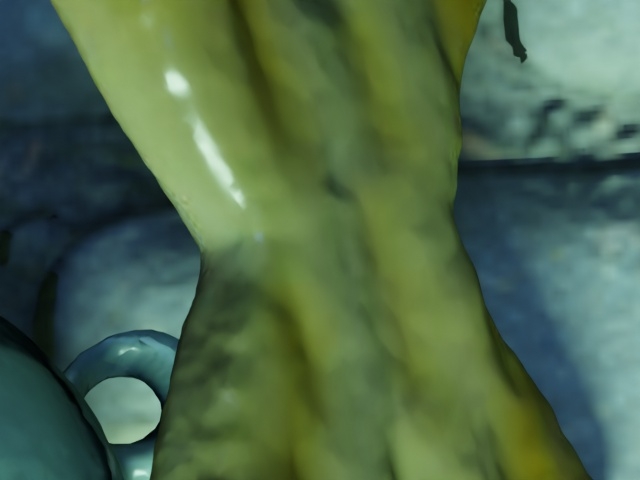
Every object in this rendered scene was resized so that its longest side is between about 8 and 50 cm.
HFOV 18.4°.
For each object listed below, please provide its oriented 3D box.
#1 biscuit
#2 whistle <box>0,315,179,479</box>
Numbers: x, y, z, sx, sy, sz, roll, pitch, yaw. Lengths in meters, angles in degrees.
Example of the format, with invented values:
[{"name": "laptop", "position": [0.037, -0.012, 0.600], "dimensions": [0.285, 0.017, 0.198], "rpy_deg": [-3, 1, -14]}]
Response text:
[{"name": "biscuit", "position": [0.000, 0.000, 0.476], "dimensions": [0.047, 0.164, 0.208], "rpy_deg": [-15, 83, 42]}, {"name": "whistle", "position": [-0.147, 0.093, 0.446], "dimensions": [0.290, 0.163, 0.163], "rpy_deg": [-27, 84, -24]}]
